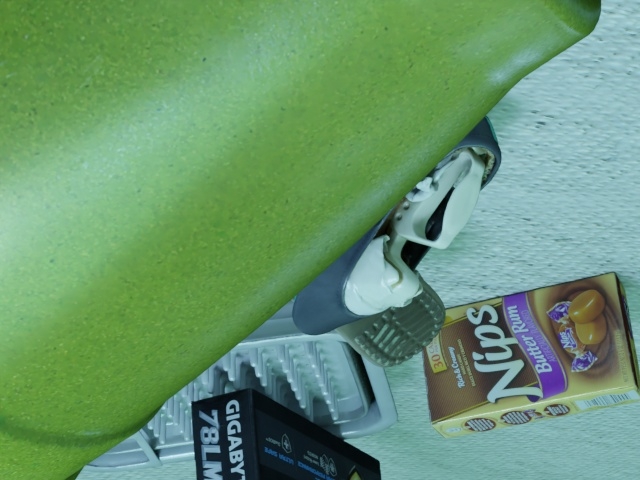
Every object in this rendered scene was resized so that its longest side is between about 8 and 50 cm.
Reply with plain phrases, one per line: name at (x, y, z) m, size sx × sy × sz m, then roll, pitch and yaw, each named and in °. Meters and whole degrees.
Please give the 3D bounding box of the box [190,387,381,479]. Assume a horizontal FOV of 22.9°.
box at (-0.015, 0.314, 1.441) m, size 0.073 × 0.293 × 0.295 m, roll -17°, pitch 152°, yaw 20°

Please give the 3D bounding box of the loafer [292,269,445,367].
loafer at (0.000, 0.000, 1.177) m, size 0.102 × 0.092 × 0.268 m, roll -40°, pitch 135°, yaw -3°

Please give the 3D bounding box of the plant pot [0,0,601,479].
plant pot at (-0.082, -0.110, 0.695) m, size 0.353 × 0.366 × 0.366 m, roll -29°, pitch 147°, yaw 20°

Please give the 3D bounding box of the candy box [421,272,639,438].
candy box at (0.186, 0.105, 1.414) m, size 0.186 × 0.109 × 0.053 m, roll -14°, pitch 153°, yaw 17°

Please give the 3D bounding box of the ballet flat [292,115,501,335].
ballet flat at (0.056, -0.003, 1.098) m, size 0.203 × 0.074 × 0.074 m, roll -52°, pitch 139°, yaw 9°

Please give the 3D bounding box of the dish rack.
dish rack at (-0.105, 0.126, 1.447) m, size 0.333 × 0.072 × 0.285 m, roll -8°, pitch 154°, yaw 5°
